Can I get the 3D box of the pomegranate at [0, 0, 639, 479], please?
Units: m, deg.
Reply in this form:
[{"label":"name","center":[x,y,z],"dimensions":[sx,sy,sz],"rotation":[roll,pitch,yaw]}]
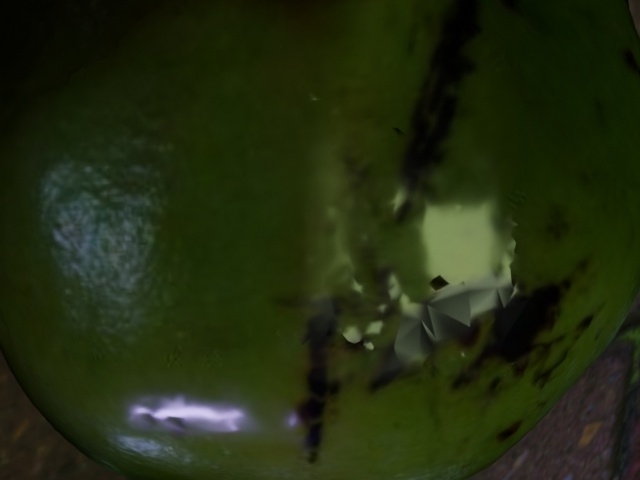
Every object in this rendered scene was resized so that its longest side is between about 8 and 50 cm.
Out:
[{"label":"pomegranate","center":[0.000,0.000,0.614],"dimensions":[0.260,0.260,0.341],"rotation":[-36,136,-24]}]
